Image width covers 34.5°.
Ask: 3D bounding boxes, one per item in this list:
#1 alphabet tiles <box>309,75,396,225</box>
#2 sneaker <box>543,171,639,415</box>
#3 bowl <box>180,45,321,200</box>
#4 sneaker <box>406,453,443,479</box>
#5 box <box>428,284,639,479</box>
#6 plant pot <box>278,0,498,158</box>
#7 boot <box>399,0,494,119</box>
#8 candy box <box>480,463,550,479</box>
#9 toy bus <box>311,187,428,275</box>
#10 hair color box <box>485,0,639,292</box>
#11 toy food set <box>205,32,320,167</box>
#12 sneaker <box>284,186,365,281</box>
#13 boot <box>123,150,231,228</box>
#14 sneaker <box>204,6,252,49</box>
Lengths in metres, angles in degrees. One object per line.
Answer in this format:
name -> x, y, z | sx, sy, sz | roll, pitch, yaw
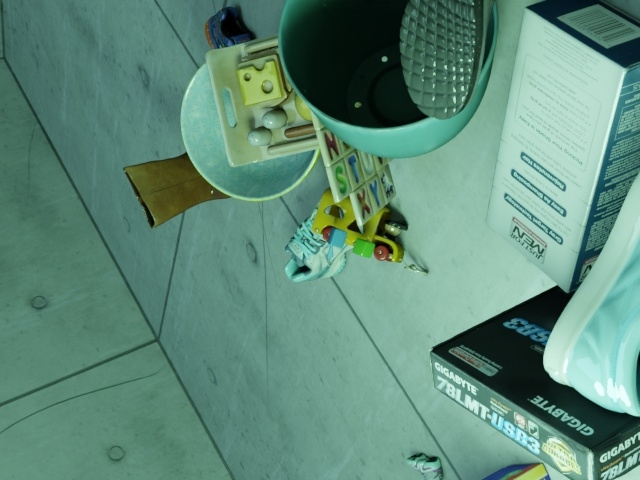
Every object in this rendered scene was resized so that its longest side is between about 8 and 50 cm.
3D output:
alphabet tiles -> 0.051, -0.209, 1.647 | 0.011, 0.285, 0.342 | -9, 105, 27
sneaker -> 0.403, 0.031, 1.150 | 0.150, 0.135, 0.365 | 35, 105, 39
bowl -> -0.108, -0.229, 1.987 | 0.290, 0.156, 0.289 | 4, 101, 18
sneaker -> 0.213, 0.471, 2.082 | 0.098, 0.038, 0.069 | -5, 105, 64
box -> 0.341, 0.162, 1.304 | 0.295, 0.293, 0.073 | 30, 135, 53
plant pot -> 0.108, -0.250, 1.462 | 0.293, 0.293, 0.235 | 59, -178, 19
boot -> 0.216, -0.323, 1.253 | 0.118, 0.223, 0.338 | 31, 129, 36
candy box -> 0.310, 0.568, 1.707 | 0.122, 0.268, 0.317 | -34, 79, 60
toy bus -> 0.088, -0.027, 1.858 | 0.191, 0.202, 0.104 | 24, 96, 59
hair color box -> 0.327, -0.123, 1.326 | 0.174, 0.105, 0.347 | 46, 146, 39
toy food set -> -0.053, -0.261, 1.813 | 0.306, 0.092, 0.219 | -9, 97, 28
sneaker -> 0.000, 0.000, 2.033 | 0.110, 0.122, 0.283 | 55, 151, 25
boot -> -0.312, -0.191, 2.305 | 0.096, 0.280, 0.264 | -11, 99, 64
sneaker -> -0.169, -0.383, 2.118 | 0.221, 0.083, 0.087 | 61, 148, 11
